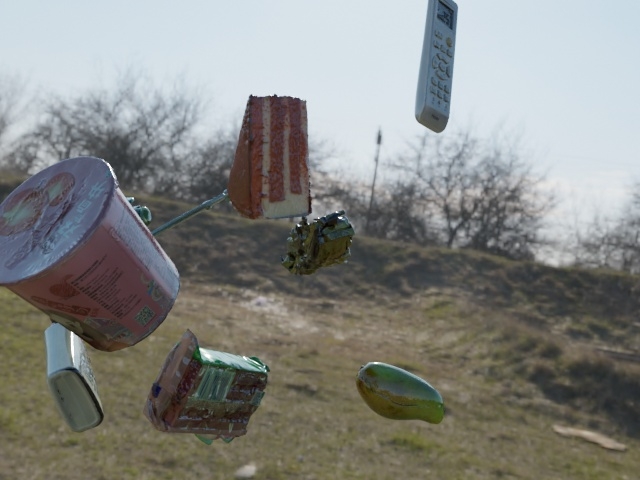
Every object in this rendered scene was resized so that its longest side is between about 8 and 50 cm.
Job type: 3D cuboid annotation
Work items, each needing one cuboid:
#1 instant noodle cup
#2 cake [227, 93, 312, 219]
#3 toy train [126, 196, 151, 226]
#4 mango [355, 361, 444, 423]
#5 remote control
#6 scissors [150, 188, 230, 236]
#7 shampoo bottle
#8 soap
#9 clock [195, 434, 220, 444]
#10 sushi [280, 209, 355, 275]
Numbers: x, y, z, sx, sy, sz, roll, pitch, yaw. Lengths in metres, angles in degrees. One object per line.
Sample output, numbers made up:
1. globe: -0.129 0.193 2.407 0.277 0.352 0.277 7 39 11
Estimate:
1. instant noodle cup: -0.359 0.031 1.228 0.243 0.243 0.231 7 -33 34
2. cake: -0.113 -0.183 1.721 0.158 0.262 0.159 -4 7 -28
3. toy train: -0.447 -0.017 1.606 0.197 0.107 0.154 -13 17 19
4. mango: 0.191 0.374 1.894 0.232 0.125 0.111 29 -10 3
5. remote control: 0.254 -0.403 1.780 0.055 0.313 0.109 -1 -11 40
6. scissors: -0.238 -0.099 1.875 0.447 0.029 0.192 -33 0 -39
7. shampoo bottle: -0.460 0.206 1.428 0.071 0.153 0.284 -23 36 -13
8. soap: -0.221 0.304 1.608 0.098 0.218 0.273 30 3 32
9. clock: -0.281 0.396 1.939 0.103 0.231 0.144 -16 22 -37
10. sushi: 0.002 0.007 1.880 0.139 0.131 0.291 -16 -17 -23
